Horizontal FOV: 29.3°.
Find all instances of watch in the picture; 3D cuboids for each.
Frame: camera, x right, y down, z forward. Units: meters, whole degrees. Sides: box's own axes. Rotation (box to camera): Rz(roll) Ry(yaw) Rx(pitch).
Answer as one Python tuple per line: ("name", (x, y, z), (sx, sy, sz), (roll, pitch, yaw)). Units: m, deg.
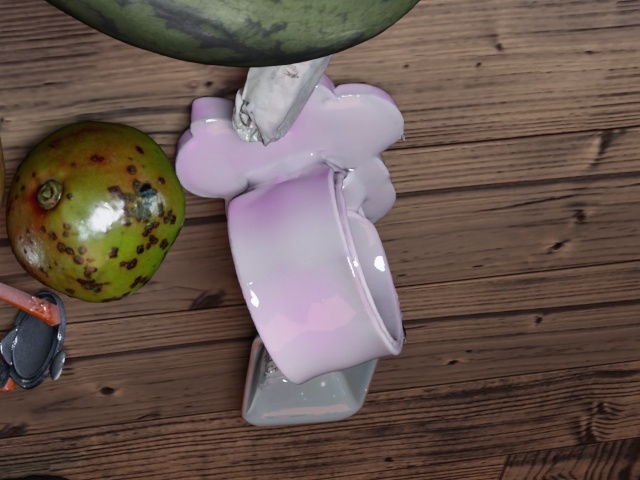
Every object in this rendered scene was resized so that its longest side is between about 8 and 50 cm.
("watch", (0.000, 0.000, 1.111), (0.210, 0.218, 0.248), (-18, 145, 9))

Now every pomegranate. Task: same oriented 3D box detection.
("pomegranate", (-0.192, -0.023, 1.093), (0.159, 0.159, 0.205), (-19, 173, 11))

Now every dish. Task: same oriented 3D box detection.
("dish", (-0.018, 0.147, 1.449), (0.154, 0.064, 0.234), (-3, 144, -12))

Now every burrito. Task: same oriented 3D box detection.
("burrito", (-0.017, -0.162, 0.984), (0.064, 0.064, 0.203), (11, 126, -29))

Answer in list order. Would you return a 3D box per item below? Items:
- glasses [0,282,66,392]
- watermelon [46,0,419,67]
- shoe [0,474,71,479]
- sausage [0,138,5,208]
("glasses", (-0.413, 0.096, 1.219), (0.234, 0.118, 0.268), (-30, 141, 27))
("watermelon", (-0.053, -0.241, 0.705), (0.359, 0.279, 0.279), (11, 140, -32))
("shoe", (-0.444, 0.336, 1.565), (0.290, 0.114, 0.137), (-8, 140, 2))
("sausage", (-0.313, -0.150, 0.895), (0.136, 0.123, 0.501), (-28, 152, -26))
